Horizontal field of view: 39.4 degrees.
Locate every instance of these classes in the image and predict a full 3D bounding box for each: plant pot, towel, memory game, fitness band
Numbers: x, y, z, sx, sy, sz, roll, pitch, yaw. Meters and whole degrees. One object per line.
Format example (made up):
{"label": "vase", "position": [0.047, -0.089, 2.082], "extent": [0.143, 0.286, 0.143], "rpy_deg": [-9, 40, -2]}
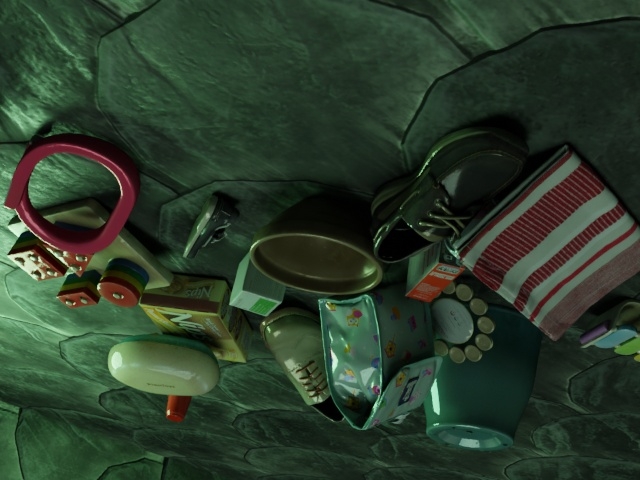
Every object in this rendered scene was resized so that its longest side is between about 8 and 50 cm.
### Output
{"label": "plant pot", "position": [0.329, 0.301, 1.898], "extent": [0.272, 0.255, 0.271], "rpy_deg": [8, 153, 4]}
{"label": "towel", "position": [0.380, 0.016, 1.413], "extent": [0.237, 0.037, 0.329], "rpy_deg": [-44, 131, 11]}
{"label": "memory game", "position": [0.264, 0.159, 1.774], "extent": [0.186, 0.012, 0.186], "rpy_deg": [18, 120, 33]}
{"label": "fitness band", "position": [-0.438, -0.083, 1.583], "extent": [0.209, 0.054, 0.291], "rpy_deg": [23, 136, -17]}
{"label": "plant pot", "position": [0.000, 0.000, 1.582], "extent": [0.238, 0.109, 0.237], "rpy_deg": [8, 153, 4]}

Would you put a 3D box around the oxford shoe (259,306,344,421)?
{"label": "oxford shoe", "position": [-0.016, 0.289, 2.066], "extent": [0.141, 0.146, 0.397], "rpy_deg": [-29, 140, 7]}

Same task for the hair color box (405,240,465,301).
{"label": "hair color box", "position": [0.207, 0.037, 1.598], "extent": [0.053, 0.093, 0.167], "rpy_deg": [14, 154, -9]}

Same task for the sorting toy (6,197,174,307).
{"label": "sorting toy", "position": [-0.480, 0.047, 1.819], "extent": [0.256, 0.089, 0.257], "rpy_deg": [-10, 136, 35]}

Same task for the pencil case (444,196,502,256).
{"label": "pencil case", "position": [0.325, 0.029, 1.505], "extent": [0.273, 0.124, 0.113], "rpy_deg": [34, 171, -37]}

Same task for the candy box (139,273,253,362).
{"label": "candy box", "position": [-0.279, 0.182, 2.069], "extent": [0.183, 0.087, 0.316], "rpy_deg": [6, 153, 11]}

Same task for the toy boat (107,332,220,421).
{"label": "toy boat", "position": [-0.356, 0.305, 2.123], "extent": [0.268, 0.148, 0.318], "rpy_deg": [6, 147, 8]}

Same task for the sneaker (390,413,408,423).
{"label": "sneaker", "position": [0.121, 0.371, 2.242], "extent": [0.210, 0.137, 0.366], "rpy_deg": [7, 157, 1]}

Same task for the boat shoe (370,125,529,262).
{"label": "boat shoe", "position": [0.194, -0.053, 1.380], "extent": [0.132, 0.130, 0.355], "rpy_deg": [20, 152, -18]}

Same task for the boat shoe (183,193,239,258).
{"label": "boat shoe", "position": [-0.206, -0.014, 1.670], "extent": [0.065, 0.075, 0.206], "rpy_deg": [20, 147, -13]}

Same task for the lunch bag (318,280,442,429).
{"label": "lunch bag", "position": [0.122, 0.219, 1.726], "extent": [0.160, 0.262, 0.223], "rpy_deg": [-10, 179, 34]}

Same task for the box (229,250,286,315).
{"label": "box", "position": [-0.121, 0.084, 1.800], "extent": [0.087, 0.102, 0.101], "rpy_deg": [19, 153, -14]}

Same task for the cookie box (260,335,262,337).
{"label": "cookie box", "position": [-0.084, 0.238, 2.163], "extent": [0.092, 0.040, 0.107], "rpy_deg": [1, 151, 18]}

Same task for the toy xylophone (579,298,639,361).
{"label": "toy xylophone", "position": [0.672, 0.207, 1.781], "extent": [0.323, 0.081, 0.236], "rpy_deg": [11, 154, -2]}
